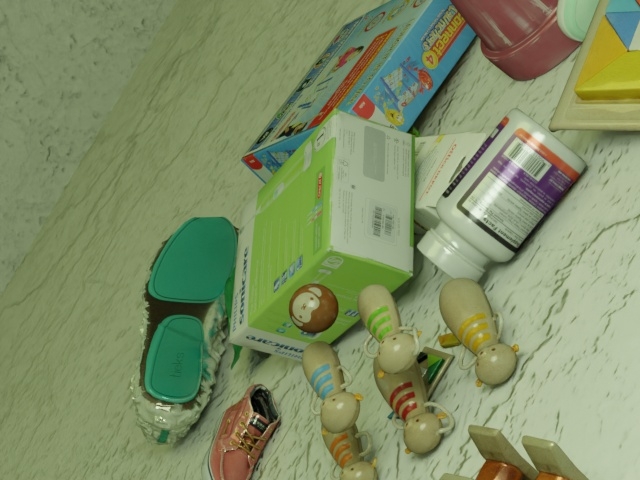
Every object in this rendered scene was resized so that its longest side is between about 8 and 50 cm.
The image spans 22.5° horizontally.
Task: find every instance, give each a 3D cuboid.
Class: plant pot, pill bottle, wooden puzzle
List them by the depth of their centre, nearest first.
[{"bbox_3d":[0.366,-0.217,1.738,0.239,0.044,0.221,1,61,48],"label":"wooden puzzle"},{"bbox_3d":[0.199,-0.044,1.815,0.193,0.108,0.108,-51,22,7],"label":"pill bottle"},{"bbox_3d":[0.117,0.152,1.823,0.116,0.014,0.078,-61,22,-16],"label":"wooden puzzle"},{"bbox_3d":[0.247,-0.335,2.054,0.201,0.180,0.201,-43,25,25],"label":"plant pot"}]

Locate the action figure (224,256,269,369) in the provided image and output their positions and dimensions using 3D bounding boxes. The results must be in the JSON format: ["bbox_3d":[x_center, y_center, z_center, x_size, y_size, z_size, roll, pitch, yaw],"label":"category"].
[{"bbox_3d":[-0.093,0.078,2.302,0.137,0.063,0.232,-50,26,17],"label":"action figure"}]

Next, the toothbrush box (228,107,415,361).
[{"bbox_3d":[0.000,0.000,2.028,0.283,0.122,0.206,-43,37,50],"label":"toothbrush box"}]

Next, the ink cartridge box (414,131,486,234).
[{"bbox_3d":[0.154,-0.070,2.004,0.115,0.067,0.198,-59,20,-12],"label":"ink cartridge box"}]

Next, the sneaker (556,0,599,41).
[{"bbox_3d":[0.380,-0.313,1.864,0.256,0.094,0.151,-47,25,21],"label":"sneaker"}]

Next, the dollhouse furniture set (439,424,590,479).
[{"bbox_3d":[0.116,0.313,1.466,0.259,0.135,0.262,3,55,54],"label":"dollhouse furniture set"}]

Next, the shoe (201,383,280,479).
[{"bbox_3d":[-0.100,0.257,2.046,0.081,0.063,0.178,-49,17,27],"label":"shoe"}]

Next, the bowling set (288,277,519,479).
[{"bbox_3d":[0.048,0.146,1.726,0.287,0.200,0.154,-51,33,20],"label":"bowling set"}]

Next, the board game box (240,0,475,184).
[{"bbox_3d":[0.065,-0.226,2.332,0.302,0.086,0.308,-16,33,57],"label":"board game box"}]

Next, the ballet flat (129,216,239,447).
[{"bbox_3d":[-0.207,0.136,2.376,0.147,0.147,0.409,-38,26,36],"label":"ballet flat"}]

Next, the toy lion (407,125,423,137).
[{"bbox_3d":[0.111,-0.124,2.229,0.096,0.034,0.100,-22,38,43],"label":"toy lion"}]
